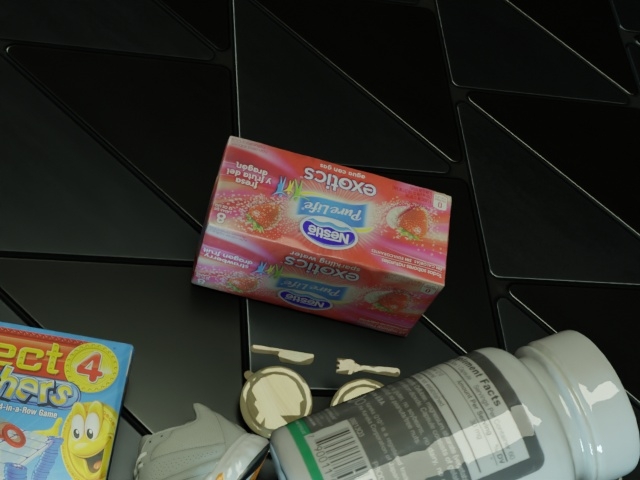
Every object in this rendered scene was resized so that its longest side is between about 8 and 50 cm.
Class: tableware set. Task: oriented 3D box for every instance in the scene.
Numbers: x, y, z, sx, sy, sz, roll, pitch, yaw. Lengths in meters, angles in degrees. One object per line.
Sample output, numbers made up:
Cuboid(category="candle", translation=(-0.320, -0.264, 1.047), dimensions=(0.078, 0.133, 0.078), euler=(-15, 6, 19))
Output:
Cuboid(category="tableware set", translation=(-0.002, 0.206, 1.156), dimensions=(0.194, 0.039, 0.128), euler=(9, 71, -4))

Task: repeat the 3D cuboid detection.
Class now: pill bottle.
Cuboid(category="pill bottle", translation=(0.143, 0.238, 1.034), dimensions=(0.361, 0.204, 0.204), euler=(-19, 64, -10))

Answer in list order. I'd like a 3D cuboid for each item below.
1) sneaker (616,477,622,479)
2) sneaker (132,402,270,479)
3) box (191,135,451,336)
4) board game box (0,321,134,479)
Cuboid(category="sneaker", translation=(0.287, 0.411, 1.060), dimensions=(0.127, 0.126, 0.321), euler=(31, 66, 10))
Cuboid(category="sneaker", translation=(-0.172, 0.273, 1.019), dimensions=(0.121, 0.099, 0.262), euler=(33, 36, 17))
Cuboid(category="box", translation=(0.000, 0.000, 1.222), dimensions=(0.300, 0.154, 0.142), euler=(15, 56, -8))
Cuboid(category="board game box", translation=(-0.376, 0.234, 1.001), dimensions=(0.308, 0.086, 0.302), euler=(11, 57, -9))
